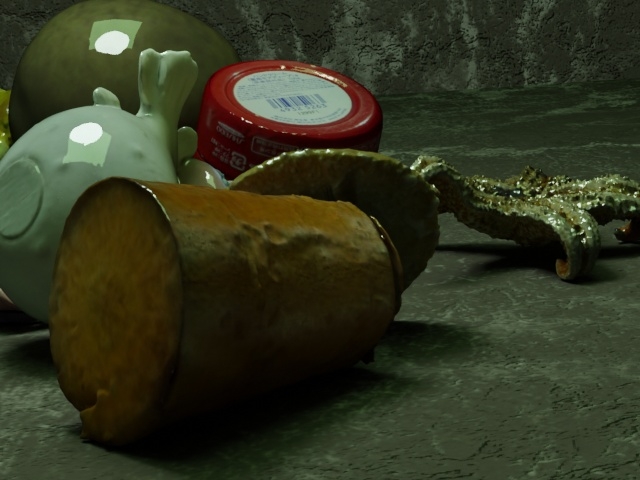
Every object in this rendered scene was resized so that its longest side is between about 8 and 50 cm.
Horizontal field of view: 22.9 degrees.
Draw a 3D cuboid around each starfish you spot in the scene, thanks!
[{"bbox_3d":[0.196,-0.032,1.673,0.303,0.113,0.312,8,7,39],"label":"starfish"}]

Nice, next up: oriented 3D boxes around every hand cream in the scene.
[{"bbox_3d":[-0.042,-0.111,1.888,0.230,0.149,0.230,9,31,-5],"label":"hand cream"}]

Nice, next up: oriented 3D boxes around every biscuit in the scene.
[{"bbox_3d":[0.000,-0.001,1.368,0.220,0.219,0.033,-6,46,-7],"label":"biscuit"}]

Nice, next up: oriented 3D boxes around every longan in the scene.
[{"bbox_3d":[-0.247,-0.173,2.077,0.319,0.318,0.319,-4,10,1],"label":"longan"}]

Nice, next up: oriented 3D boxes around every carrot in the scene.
[{"bbox_3d":[-0.058,0.049,1.199,0.254,0.196,0.196,-1,6,-41],"label":"carrot"}]

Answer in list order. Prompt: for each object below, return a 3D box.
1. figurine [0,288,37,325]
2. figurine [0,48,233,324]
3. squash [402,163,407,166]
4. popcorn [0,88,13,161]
[{"bbox_3d":[-0.306,0.015,1.546,0.114,0.157,0.126,-30,23,-15],"label":"figurine"},{"bbox_3d":[-0.125,-0.036,1.490,0.227,0.274,0.394,10,-1,43],"label":"figurine"},{"bbox_3d":[0.004,-0.078,2.148,0.252,0.048,0.252,-4,10,1],"label":"squash"},{"bbox_3d":[-0.484,-0.131,2.248,0.252,0.205,0.237,10,-13,-26],"label":"popcorn"}]
